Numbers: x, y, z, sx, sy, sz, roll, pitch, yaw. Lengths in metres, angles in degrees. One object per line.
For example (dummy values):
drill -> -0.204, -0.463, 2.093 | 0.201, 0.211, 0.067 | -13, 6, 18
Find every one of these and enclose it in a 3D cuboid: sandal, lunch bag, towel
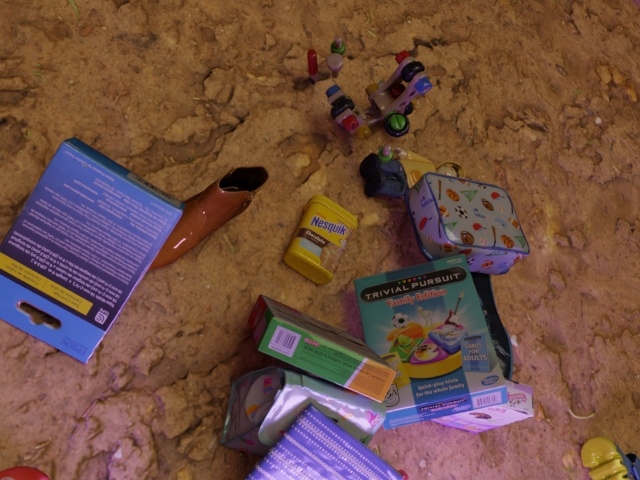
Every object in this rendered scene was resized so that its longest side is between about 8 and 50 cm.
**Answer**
sandal -> 0.742, 0.623, 1.890 | 0.138, 0.126, 0.317 | 12, 56, -35
lunch bag -> -0.032, 0.325, 1.471 | 0.223, 0.262, 0.160 | 23, 57, -22
lunch bag -> 0.352, -0.046, 1.898 | 0.303, 0.115, 0.243 | 9, 50, -33
towel -> -0.043, 0.474, 1.395 | 0.243, 0.040, 0.336 | 41, 90, -20

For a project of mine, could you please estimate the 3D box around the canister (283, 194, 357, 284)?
canister -> 0.000, 0.000, 1.771 | 0.126, 0.073, 0.170 | 33, 56, -14

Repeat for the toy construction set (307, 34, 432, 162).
toy construction set -> 0.107, -0.345, 1.961 | 0.309, 0.237, 0.257 | 35, 78, 10

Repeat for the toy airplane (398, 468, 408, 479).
toy airplane -> 0.109, 0.494, 1.624 | 0.151, 0.028, 0.151 | 15, 59, -27

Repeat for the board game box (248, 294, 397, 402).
board game box -> -0.009, 0.196, 1.506 | 0.242, 0.316, 0.064 | 25, 89, -8

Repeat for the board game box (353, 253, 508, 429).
board game box -> 0.221, 0.204, 1.661 | 0.254, 0.079, 0.336 | -14, 50, 4

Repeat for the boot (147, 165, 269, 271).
boot -> -0.247, -0.056, 1.556 | 0.295, 0.211, 0.104 | -32, 86, -38

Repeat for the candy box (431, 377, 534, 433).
candy box -> 0.337, 0.354, 1.728 | 0.165, 0.196, 0.070 | 20, 58, -23

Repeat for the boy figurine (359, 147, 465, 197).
boy figurine -> 0.241, -0.151, 1.985 | 0.285, 0.092, 0.177 | 1, 64, -28

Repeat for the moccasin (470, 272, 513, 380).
moccasin -> 0.351, 0.198, 1.870 | 0.117, 0.138, 0.342 | 16, 46, -32

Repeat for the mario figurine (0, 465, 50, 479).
mario figurine -> -0.404, 0.489, 1.213 | 0.320, 0.170, 0.198 | 57, 17, -5

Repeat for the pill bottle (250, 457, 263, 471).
pill bottle -> -0.044, 0.483, 1.482 | 0.187, 0.112, 0.112 | 29, 55, -17

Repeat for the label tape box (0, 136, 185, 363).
label tape box -> -0.436, 0.016, 1.438 | 0.241, 0.106, 0.333 | 32, 96, -13
